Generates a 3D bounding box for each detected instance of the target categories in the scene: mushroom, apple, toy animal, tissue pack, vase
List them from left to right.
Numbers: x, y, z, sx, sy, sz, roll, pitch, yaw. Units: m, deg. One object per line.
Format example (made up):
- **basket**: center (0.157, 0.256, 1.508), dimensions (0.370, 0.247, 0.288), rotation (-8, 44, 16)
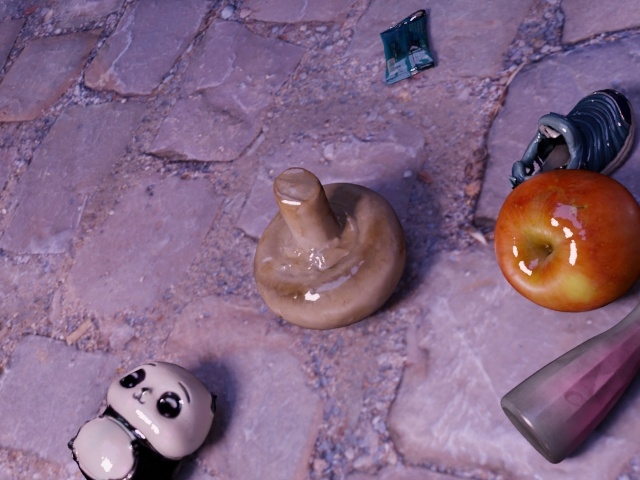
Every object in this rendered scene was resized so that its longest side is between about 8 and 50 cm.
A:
- **toy animal**: center (-0.231, 0.238, 1.093), dimensions (0.166, 0.138, 0.179), rotation (35, 85, 27)
- **mushroom**: center (0.000, 0.000, 1.069), dimensions (0.207, 0.215, 0.207), rotation (-13, 49, 15)
- **tissue pack**: center (0.137, -0.312, 1.347), dimensions (0.085, 0.028, 0.138), rotation (-20, 45, 20)
- **apple**: center (0.279, -0.001, 0.930), dimensions (0.139, 0.164, 0.163), rotation (-15, 22, -42)
- **vase**: center (0.294, 0.132, 0.876), dimensions (0.214, 0.086, 0.086), rotation (-40, 45, -5)

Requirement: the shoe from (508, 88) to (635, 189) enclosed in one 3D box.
- **shoe**: center (0.306, -0.113, 1.032), dimensions (0.207, 0.106, 0.091), rotation (-48, 47, -15)
